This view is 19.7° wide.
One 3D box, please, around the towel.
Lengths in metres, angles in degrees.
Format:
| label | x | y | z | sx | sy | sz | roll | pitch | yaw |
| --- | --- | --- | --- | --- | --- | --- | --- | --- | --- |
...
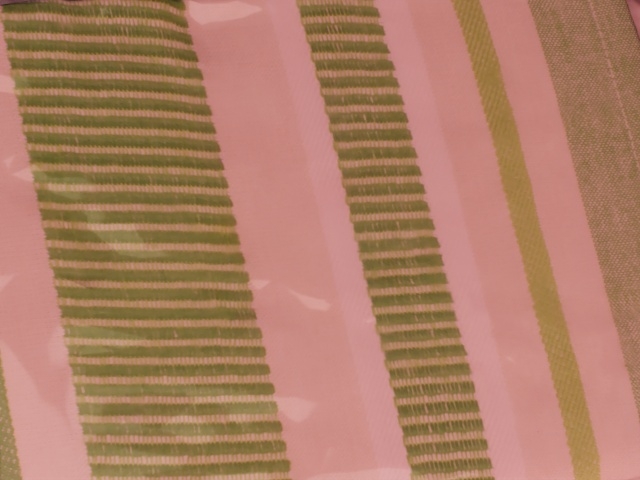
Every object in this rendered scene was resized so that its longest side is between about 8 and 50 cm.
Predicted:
| label | x | y | z | sx | sy | sz | roll | pitch | yaw |
| --- | --- | --- | --- | --- | --- | --- | --- | --- | --- |
| towel | 0.000 | 0.000 | 0.767 | 0.324 | 0.038 | 0.248 | -9 | 77 | -17 |
